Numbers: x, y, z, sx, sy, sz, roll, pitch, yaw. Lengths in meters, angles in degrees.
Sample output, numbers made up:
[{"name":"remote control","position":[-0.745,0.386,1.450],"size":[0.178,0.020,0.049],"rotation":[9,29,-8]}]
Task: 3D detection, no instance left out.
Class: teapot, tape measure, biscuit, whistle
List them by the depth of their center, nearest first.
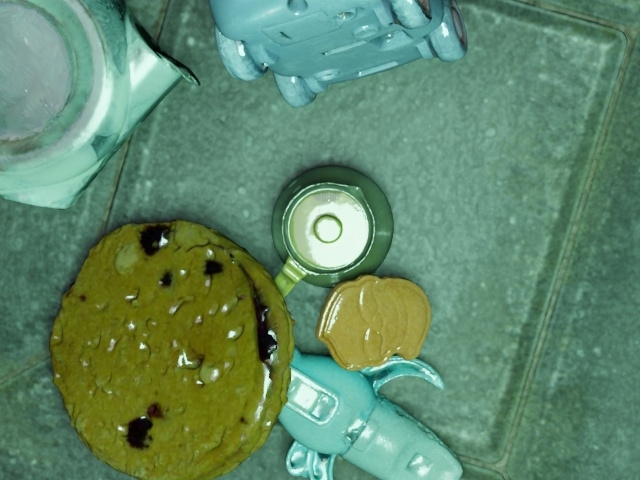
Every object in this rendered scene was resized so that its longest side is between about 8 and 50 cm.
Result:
[{"name":"biscuit","position":[0.056,0.085,1.296],"size":[0.130,0.019,0.102],"rotation":[-2,101,-25]},{"name":"tape measure","position":[-0.302,-0.171,1.307],"size":[0.275,0.147,0.256],"rotation":[42,96,-3]},{"name":"biscuit","position":[-0.153,0.117,1.309],"size":[0.296,0.075,0.296],"rotation":[-5,79,28]},{"name":"teapot","position":[0.000,0.000,1.310],"size":[0.130,0.119,0.166],"rotation":[40,94,1]},{"name":"whistle","position":[0.028,0.187,1.334],"size":[0.274,0.093,0.186],"rotation":[33,91,-2]}]

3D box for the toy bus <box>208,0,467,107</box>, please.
[{"name":"toy bus","position":[0.008,-0.275,1.220],"size":[0.197,0.294,0.232],"rotation":[-15,80,20]}]
